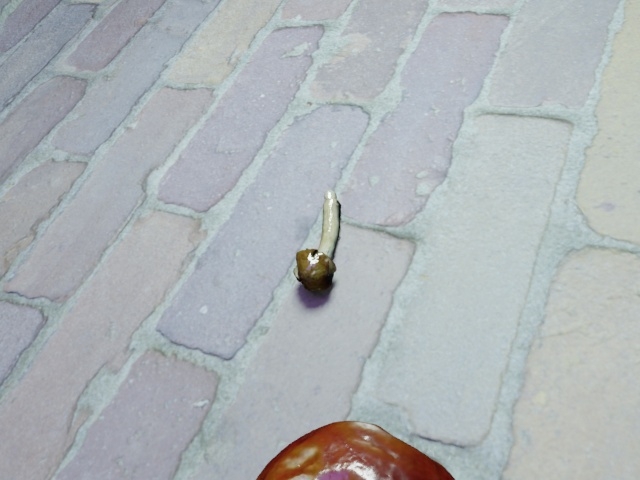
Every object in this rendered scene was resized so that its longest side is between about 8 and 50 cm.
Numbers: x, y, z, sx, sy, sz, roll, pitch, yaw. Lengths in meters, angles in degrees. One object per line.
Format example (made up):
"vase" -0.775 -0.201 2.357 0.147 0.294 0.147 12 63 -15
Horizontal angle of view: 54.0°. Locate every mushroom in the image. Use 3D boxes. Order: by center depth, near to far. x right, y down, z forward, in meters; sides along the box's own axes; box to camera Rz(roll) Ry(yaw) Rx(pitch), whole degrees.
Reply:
"mushroom" 0.000 0.000 0.935 0.061 0.060 0.187 -16 38 27

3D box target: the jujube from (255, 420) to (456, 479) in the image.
"jujube" 0.006 0.325 0.560 0.223 0.223 0.318 19 64 32
